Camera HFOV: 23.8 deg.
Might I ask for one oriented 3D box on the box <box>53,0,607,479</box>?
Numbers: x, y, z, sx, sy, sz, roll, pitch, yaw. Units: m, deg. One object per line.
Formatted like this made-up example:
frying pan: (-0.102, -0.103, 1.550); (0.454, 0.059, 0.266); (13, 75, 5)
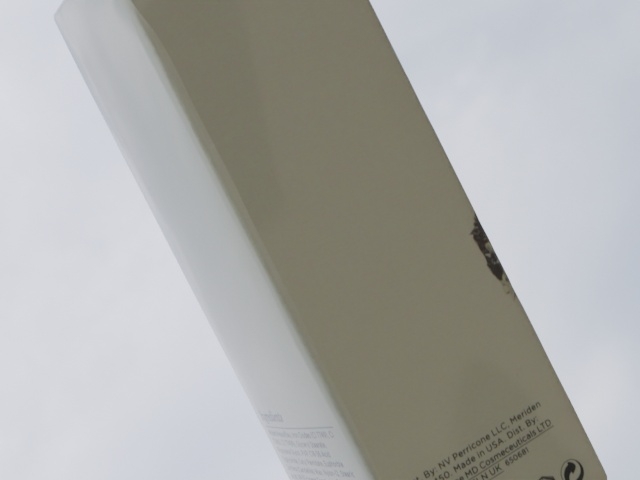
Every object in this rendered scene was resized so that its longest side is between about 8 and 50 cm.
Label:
box: (0.000, 0.000, 0.620); (0.094, 0.113, 0.275); (-28, -85, -21)
